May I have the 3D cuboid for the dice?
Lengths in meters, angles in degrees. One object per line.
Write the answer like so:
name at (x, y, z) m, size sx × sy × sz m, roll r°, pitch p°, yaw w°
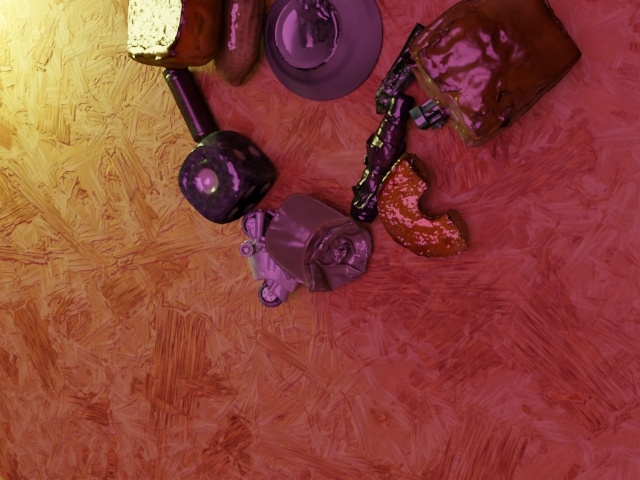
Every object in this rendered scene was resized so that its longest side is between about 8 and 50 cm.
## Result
dice at (-0.241, -0.163, 1.680) m, size 0.181 × 0.183 × 0.182 m, roll 48°, pitch 116°, yaw 8°

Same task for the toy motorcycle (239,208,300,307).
toy motorcycle at (-0.111, 0.038, 1.709) m, size 0.170 × 0.110 × 0.261 m, roll -15°, pitch 86°, yaw 9°

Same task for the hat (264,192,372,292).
hat at (0.000, 0.000, 1.644) m, size 0.244 × 0.149 × 0.214 m, roll 42°, pitch 106°, yaw 32°

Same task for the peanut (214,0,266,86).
peanut at (-0.205, -0.513, 1.634) m, size 0.122 × 0.137 × 0.253 m, roll 2°, pitch 105°, yaw -19°

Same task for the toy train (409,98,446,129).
toy train at (0.288, -0.310, 1.450) m, size 0.178 × 0.104 × 0.071 m, roll -31°, pitch 82°, yaw 25°

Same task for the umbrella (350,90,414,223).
umbrella at (0.143, -0.195, 1.544) m, size 0.094 × 0.090 × 0.326 m, roll 23°, pitch 111°, yaw 17°

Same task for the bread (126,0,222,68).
bread at (-0.349, -0.590, 1.593) m, size 0.336 × 0.147 × 0.328 m, roll 15°, pitch 103°, yaw 49°

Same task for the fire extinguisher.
fire extinguisher at (-0.341, -0.341, 1.758) m, size 0.089 × 0.072 × 0.268 m, roll -27°, pitch 88°, yaw 58°

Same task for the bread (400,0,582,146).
bread at (0.354, -0.385, 1.304) m, size 0.324 × 0.167 × 0.278 m, roll -35°, pitch 84°, yaw -9°

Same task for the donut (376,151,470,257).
donut at (0.219, -0.069, 1.510) m, size 0.152 × 0.101 × 0.259 m, roll -31°, pitch 100°, yaw 27°

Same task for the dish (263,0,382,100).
dish at (-0.016, -0.490, 1.555) m, size 0.316 × 0.106 × 0.317 m, roll 5°, pitch 101°, yaw 24°

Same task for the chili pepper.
chili pepper at (0.195, -0.383, 1.507) m, size 0.088 × 0.059 × 0.227 m, roll 36°, pitch 116°, yaw 3°
